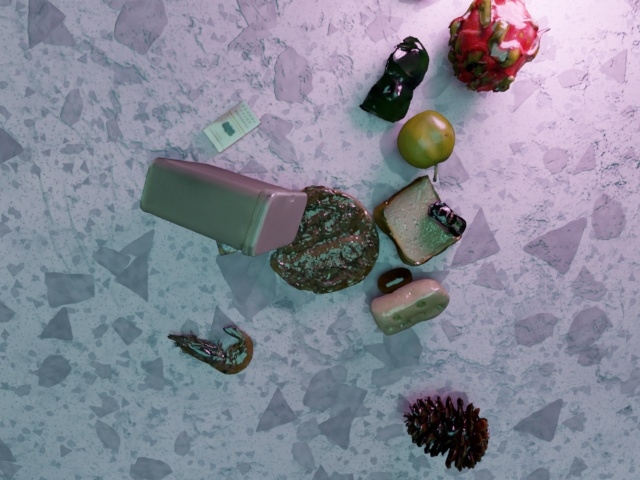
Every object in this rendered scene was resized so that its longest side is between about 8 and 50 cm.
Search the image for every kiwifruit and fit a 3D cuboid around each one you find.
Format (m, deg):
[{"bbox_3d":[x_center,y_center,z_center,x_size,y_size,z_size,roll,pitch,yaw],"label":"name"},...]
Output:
[{"bbox_3d":[0.253,0.137,1.481,0.125,0.075,0.075,-26,102,-3],"label":"kiwifruit"}]

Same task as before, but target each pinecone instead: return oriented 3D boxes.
[{"bbox_3d":[0.435,0.664,1.520,0.293,0.246,0.246,14,100,5],"label":"pinecone"}]

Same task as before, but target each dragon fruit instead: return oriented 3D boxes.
[{"bbox_3d":[0.508,-0.591,1.277,0.232,0.237,0.302,1,91,-25],"label":"dragon fruit"}]

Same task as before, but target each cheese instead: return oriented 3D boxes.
[{"bbox_3d":[0.306,0.225,1.465,0.263,0.093,0.159,-26,134,3],"label":"cheese"}]

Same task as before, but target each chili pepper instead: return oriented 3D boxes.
[{"bbox_3d":[0.249,-0.496,1.331,0.148,0.116,0.264,28,99,-11],"label":"chili pepper"}]

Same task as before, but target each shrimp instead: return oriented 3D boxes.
[{"bbox_3d":[-0.371,0.354,1.500,0.296,0.058,0.169,30,91,-12],"label":"shrimp"}]

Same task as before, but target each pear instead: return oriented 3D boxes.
[{"bbox_3d":[0.340,-0.291,1.349,0.180,0.166,0.216,-23,88,-13],"label":"pear"}]

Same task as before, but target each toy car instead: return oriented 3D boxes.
[{"bbox_3d":[0.407,-0.069,1.383,0.142,0.055,0.069,37,83,-14],"label":"toy car"}]

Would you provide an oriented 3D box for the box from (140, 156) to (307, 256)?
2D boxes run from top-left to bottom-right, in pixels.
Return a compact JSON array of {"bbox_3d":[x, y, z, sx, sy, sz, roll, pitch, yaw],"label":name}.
[{"bbox_3d":[-0.256,-0.103,1.226,0.344,0.352,0.177,19,100,10],"label":"box"}]

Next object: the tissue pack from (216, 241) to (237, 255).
[{"bbox_3d":[-0.315,0.005,1.439,0.063,0.035,0.083,-14,102,-1],"label":"tissue pack"}]

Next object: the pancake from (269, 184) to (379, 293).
[{"bbox_3d":[0.000,0.001,1.439,0.383,0.071,0.381,0,103,-1],"label":"pancake"}]

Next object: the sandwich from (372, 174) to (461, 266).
[{"bbox_3d":[0.319,-0.056,1.437,0.226,0.087,0.251,-37,101,-8],"label":"sandwich"}]

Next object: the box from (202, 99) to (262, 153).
[{"bbox_3d":[-0.279,-0.361,1.373,0.167,0.024,0.090,-35,101,4],"label":"box"}]
